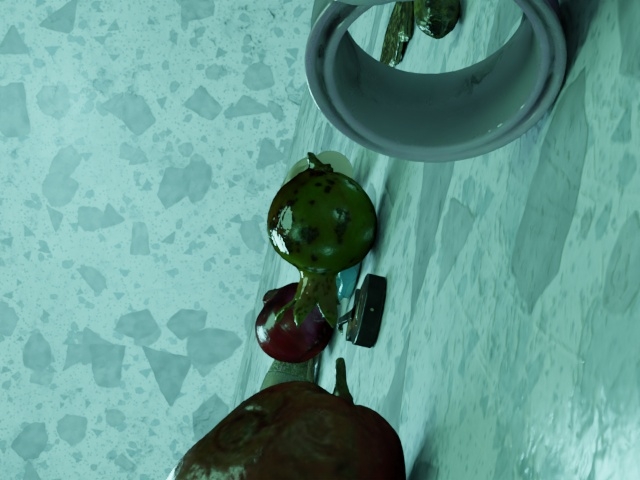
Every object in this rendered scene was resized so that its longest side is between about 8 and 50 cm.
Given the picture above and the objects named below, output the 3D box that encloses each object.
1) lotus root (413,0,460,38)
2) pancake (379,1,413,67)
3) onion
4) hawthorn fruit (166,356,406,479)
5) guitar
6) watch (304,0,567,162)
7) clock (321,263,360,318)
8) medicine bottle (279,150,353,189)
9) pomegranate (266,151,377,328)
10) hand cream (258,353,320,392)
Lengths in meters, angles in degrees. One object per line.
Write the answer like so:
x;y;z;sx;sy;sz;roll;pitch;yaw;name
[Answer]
0.129;-0.254;1.283;0.099;0.049;0.054;-85;18;-50;lotus root
0.104;-0.272;1.671;0.190;0.020;0.184;-129;51;-83;pancake
-0.039;0.123;1.748;0.131;0.131;0.131;-168;90;-83;onion
-0.021;0.232;1.048;0.261;0.224;0.224;-62;9;9;hawthorn fruit
0.045;0.099;1.480;0.233;0.025;0.088;128;154;-77;guitar
0.106;-0.183;0.872;0.211;0.248;0.218;-86;-16;-45;watch
0.028;0.038;1.649;0.108;0.045;0.147;122;158;-75;clock
-0.005;-0.074;1.826;0.252;0.114;0.114;125;156;-73;medicine bottle
-0.012;0.007;1.528;0.220;0.156;0.156;-64;7;0;pomegranate
-0.032;0.169;1.840;0.084;0.084;0.203;119;169;-69;hand cream
